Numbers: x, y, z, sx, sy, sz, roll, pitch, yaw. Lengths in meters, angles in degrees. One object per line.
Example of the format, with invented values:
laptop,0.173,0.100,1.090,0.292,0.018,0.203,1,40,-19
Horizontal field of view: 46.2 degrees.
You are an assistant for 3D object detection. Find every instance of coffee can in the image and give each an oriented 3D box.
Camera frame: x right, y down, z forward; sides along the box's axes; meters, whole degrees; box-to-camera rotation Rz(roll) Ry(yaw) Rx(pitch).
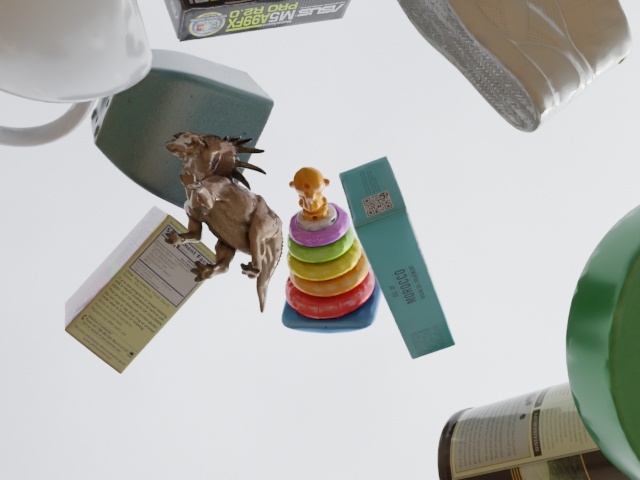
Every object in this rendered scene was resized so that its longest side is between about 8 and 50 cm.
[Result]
coffee can,0.322,0.289,0.979,0.275,0.201,0.201,-30,-104,40

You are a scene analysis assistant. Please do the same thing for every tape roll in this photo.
tape roll,0.400,0.103,0.727,0.321,0.077,0.321,0,-90,-13

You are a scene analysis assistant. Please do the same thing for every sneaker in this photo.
sneaker,0.197,-0.269,0.803,0.169,0.108,0.292,-34,-102,-11

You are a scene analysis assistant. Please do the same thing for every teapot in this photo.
teapot,-0.248,-0.207,0.571,0.187,0.252,0.256,-19,-81,-9

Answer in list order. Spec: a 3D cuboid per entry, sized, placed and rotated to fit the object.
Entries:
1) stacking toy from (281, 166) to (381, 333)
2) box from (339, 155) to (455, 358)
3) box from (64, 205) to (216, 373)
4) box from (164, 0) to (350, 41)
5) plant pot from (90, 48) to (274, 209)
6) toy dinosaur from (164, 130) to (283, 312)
stacking toy,0.000,0.000,1.273,0.175,0.166,0.302,-2,-52,14
box,0.094,0.027,0.888,0.060,0.244,0.100,-20,-138,7
box,-0.308,0.073,1.271,0.117,0.213,0.243,44,-98,-18
box,-0.104,-0.380,0.899,0.216,0.060,0.270,-16,-106,-21
plant pot,-0.270,-0.216,1.356,0.248,0.252,0.247,-63,-153,15
toy dinosaur,-0.125,-0.046,1.125,0.127,0.200,0.295,-29,-77,37
